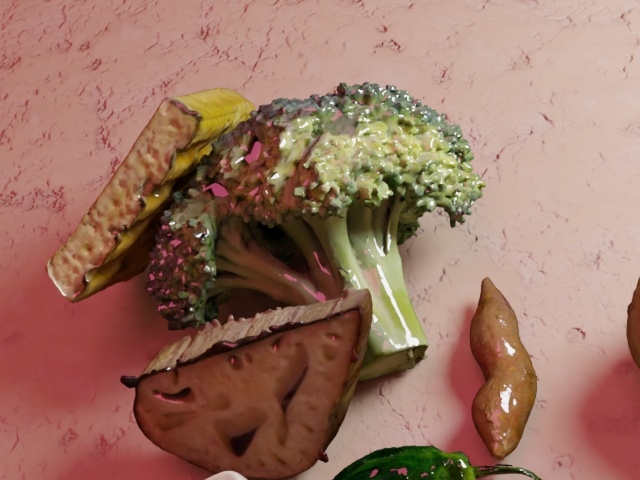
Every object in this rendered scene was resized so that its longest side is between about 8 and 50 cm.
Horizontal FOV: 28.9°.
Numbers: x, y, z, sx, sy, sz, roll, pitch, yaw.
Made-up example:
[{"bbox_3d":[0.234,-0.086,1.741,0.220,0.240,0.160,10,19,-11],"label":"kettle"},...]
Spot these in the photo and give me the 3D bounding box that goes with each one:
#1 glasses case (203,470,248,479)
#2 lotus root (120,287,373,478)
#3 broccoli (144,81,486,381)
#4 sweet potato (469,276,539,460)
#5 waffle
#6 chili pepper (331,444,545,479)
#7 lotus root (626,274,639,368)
[{"bbox_3d":[-0.182,0.340,1.146,0.313,0.070,0.131,-29,46,8],"label":"glasses case"},{"bbox_3d":[-0.056,0.149,1.218,0.260,0.170,0.074,-11,16,18],"label":"lotus root"},{"bbox_3d":[-0.008,-0.021,1.280,0.375,0.249,0.302,-23,45,-5],"label":"broccoli"},{"bbox_3d":[0.179,0.122,1.221,0.065,0.051,0.218,13,46,-9],"label":"sweet potato"},{"bbox_3d":[-0.178,-0.056,1.351,0.055,0.221,0.248,38,104,4],"label":"waffle"},{"bbox_3d":[0.063,0.251,1.158,0.279,0.065,0.122,-31,62,-2],"label":"chili pepper"},{"bbox_3d":[0.428,0.102,1.075,0.342,0.151,0.169,22,64,37],"label":"lotus root"}]
